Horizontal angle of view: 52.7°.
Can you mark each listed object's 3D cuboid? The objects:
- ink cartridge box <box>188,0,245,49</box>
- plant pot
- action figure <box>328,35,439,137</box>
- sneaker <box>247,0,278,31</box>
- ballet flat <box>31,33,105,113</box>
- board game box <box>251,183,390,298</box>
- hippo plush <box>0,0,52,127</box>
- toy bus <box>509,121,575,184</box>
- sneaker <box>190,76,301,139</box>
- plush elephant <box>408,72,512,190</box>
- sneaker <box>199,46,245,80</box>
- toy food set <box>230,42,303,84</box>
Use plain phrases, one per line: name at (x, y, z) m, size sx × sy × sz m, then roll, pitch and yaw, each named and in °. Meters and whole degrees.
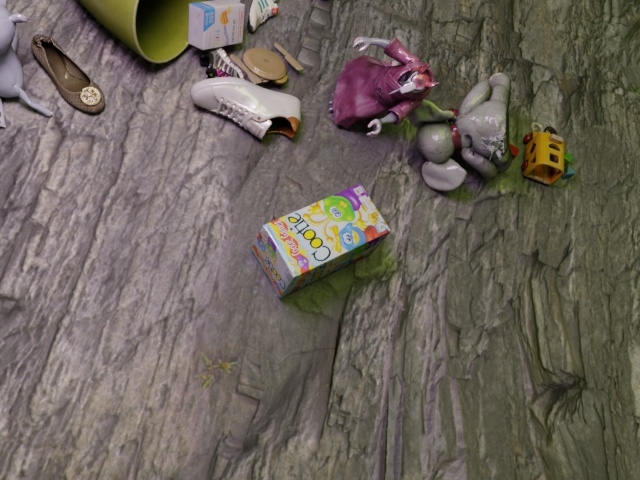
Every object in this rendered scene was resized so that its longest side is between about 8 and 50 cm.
ink cartridge box at (-0.259, -0.571, 1.696) m, size 0.061 × 0.104 × 0.181 m, roll 29°, pitch 38°, yaw 28°
plant pot at (-0.485, -0.629, 1.615) m, size 0.293 × 0.275 × 0.275 m, roll 28°, pitch 59°, yaw 15°
action figure at (0.186, -0.378, 1.649) m, size 0.275 × 0.370 × 0.248 m, roll -2°, pitch 97°, yaw -33°
sneaker at (-0.159, -0.651, 1.824) m, size 0.075 × 0.057 × 0.161 m, roll 13°, pitch 60°, yaw -5°
ballet flat at (-0.613, -0.409, 1.563) m, size 0.084 × 0.058 × 0.250 m, roll -36°, pitch 81°, yaw -28°
board game box at (0.000, 0.000, 1.521) m, size 0.275 × 0.142 × 0.144 m, roll -25°, pitch 75°, yaw -26°
hippo plush at (-0.766, -0.429, 1.420) m, size 0.234 × 0.236 × 0.294 m, roll -21°, pitch 74°, yaw -25°
toy bus at (0.659, -0.266, 1.881) m, size 0.190 × 0.104 × 0.202 m, roll -27°, pitch 77°, yaw -27°
sneaker at (-0.186, -0.328, 1.635) m, size 0.290 × 0.106 × 0.123 m, roll 7°, pitch 61°, yaw -16°
plush elephant at (0.373, -0.284, 1.738) m, size 0.255 × 0.272 × 0.330 m, roll 0°, pitch 22°, yaw 20°
sneaker at (-0.260, -0.437, 1.690) m, size 0.074 × 0.063 × 0.170 m, roll -28°, pitch 72°, yaw -27°
toy food set at (-0.150, -0.466, 1.739) m, size 0.132 × 0.038 × 0.192 m, roll 48°, pitch 46°, yaw 14°
